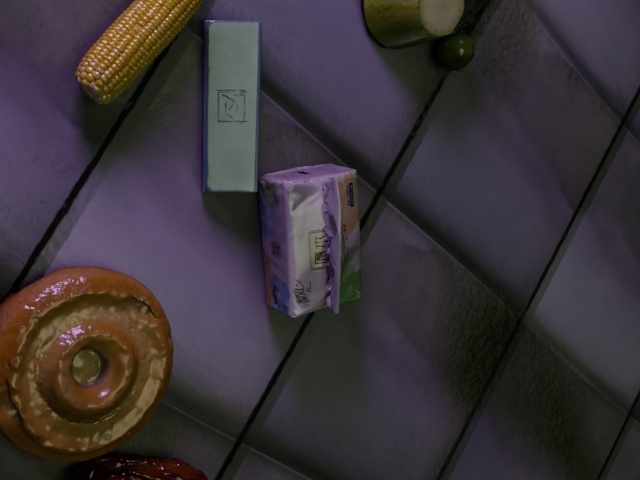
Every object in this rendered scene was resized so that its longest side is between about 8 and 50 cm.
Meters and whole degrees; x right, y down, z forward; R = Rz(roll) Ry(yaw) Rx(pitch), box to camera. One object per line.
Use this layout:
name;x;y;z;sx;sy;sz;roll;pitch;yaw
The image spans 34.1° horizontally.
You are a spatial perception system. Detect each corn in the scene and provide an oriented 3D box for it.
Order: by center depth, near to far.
corn;-0.258;-0.299;1.504;0.248;0.081;0.081;-52;125;-18

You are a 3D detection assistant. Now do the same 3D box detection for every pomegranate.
pomegranate;0.238;-0.350;1.893;0.084;0.073;0.073;44;68;3

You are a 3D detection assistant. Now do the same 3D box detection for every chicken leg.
chicken leg;-0.234;0.441;1.676;0.407;0.096;0.158;37;81;-39

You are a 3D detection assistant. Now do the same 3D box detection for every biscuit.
biscuit;-0.348;0.184;1.528;0.296;0.102;0.296;-10;108;-35

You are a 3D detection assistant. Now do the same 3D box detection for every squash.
squash;0.163;-0.410;1.791;0.170;0.122;0.170;-14;112;-39

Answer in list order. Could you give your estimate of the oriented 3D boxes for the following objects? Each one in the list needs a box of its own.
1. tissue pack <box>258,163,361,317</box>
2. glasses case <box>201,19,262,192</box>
tissue pack;0.000;0.000;1.727;0.159;0.145;0.230;-12;107;-36
glasses case;-0.133;-0.209;1.637;0.105;0.056;0.266;-7;103;-38
